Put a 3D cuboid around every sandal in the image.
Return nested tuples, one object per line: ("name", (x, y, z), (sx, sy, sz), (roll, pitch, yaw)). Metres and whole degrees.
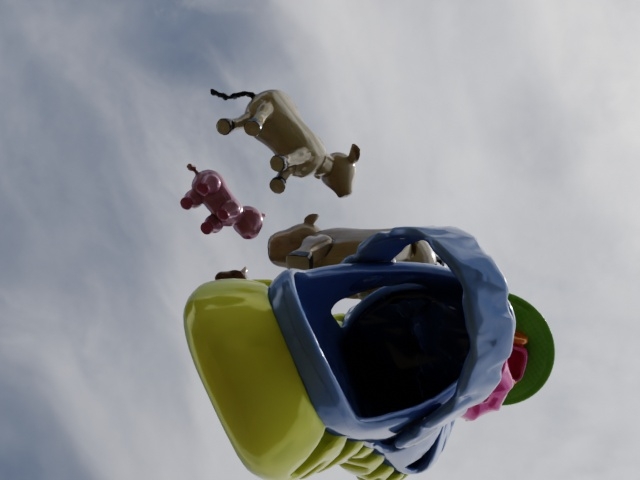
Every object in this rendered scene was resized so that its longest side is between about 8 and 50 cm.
("sandal", (0.053, 0.070, 0.458), (0.138, 0.317, 0.126), (-27, -106, 11))

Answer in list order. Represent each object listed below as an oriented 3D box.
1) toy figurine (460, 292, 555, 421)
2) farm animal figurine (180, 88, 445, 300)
("toy figurine", (0.143, 0.121, 0.811), (0.173, 0.159, 0.130), (16, -78, 22))
("farm animal figurine", (0.000, 0.000, 0.963), (0.326, 0.172, 0.331), (20, -62, 14))
